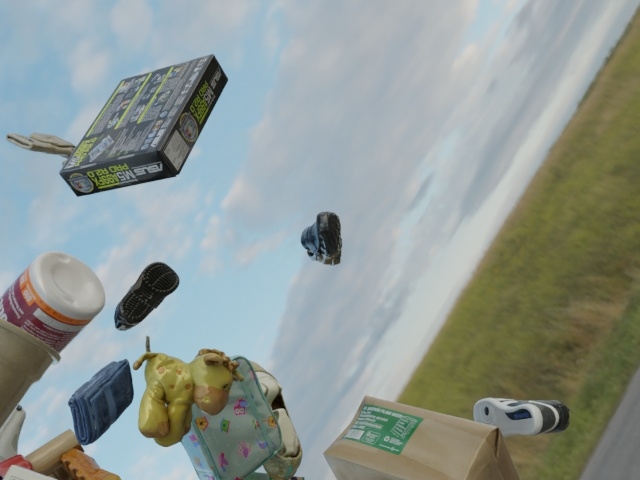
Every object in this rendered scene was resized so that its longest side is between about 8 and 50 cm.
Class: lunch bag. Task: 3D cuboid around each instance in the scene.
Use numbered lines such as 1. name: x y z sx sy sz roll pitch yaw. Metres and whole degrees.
1. lunch bag: -0.217 0.409 1.881 0.224 0.279 0.108 -29 11 -39

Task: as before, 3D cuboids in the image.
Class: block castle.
1. block castle: -0.452 0.605 1.505 0.213 0.303 0.453 -31 -47 -35

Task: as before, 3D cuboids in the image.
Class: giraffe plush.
1. giraffe plush: -0.238 0.273 1.528 0.181 0.170 0.210 -16 -83 -79

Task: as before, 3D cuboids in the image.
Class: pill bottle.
1. pill bottle: -0.789 0.229 2.212 0.392 0.224 0.224 -43 -8 21

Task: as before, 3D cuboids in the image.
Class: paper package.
1. paper package: 0.217 0.482 1.573 0.168 0.325 0.309 -46 -55 -35

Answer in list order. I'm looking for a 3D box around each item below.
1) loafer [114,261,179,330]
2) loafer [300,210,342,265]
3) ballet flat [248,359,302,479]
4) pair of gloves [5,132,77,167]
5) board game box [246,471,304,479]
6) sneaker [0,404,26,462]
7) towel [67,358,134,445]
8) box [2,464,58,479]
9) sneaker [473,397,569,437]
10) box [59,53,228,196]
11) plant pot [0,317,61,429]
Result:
1. loafer: -0.382 0.119 1.739 0.078 0.080 0.220 -41 4 32
2. loafer: 0.000 0.000 1.551 0.223 0.078 0.076 82 -168 -73
3. ballet flat: -0.128 0.432 2.059 0.123 0.348 0.123 -16 -32 -10
4. pair of gloves: -0.535 -0.178 1.773 0.204 0.240 0.042 -29 -40 -74
5. board game box: -0.166 0.703 2.070 0.317 0.046 0.213 21 -123 -40
6. sneaker: -0.756 0.631 1.956 0.169 0.257 0.447 -38 29 51
7. towel: -0.261 0.194 0.980 0.119 0.029 0.067 -53 -43 -72
8. box: -0.422 0.483 1.095 0.121 0.148 0.311 80 -150 -52
9. sneaker: 0.407 0.352 1.604 0.217 0.121 0.079 163 108 -67
10. box: -0.298 -0.201 1.397 0.060 0.216 0.270 59 -146 -36
11. plant pot: -0.719 0.295 1.545 0.334 0.334 0.305 89 -159 -65
